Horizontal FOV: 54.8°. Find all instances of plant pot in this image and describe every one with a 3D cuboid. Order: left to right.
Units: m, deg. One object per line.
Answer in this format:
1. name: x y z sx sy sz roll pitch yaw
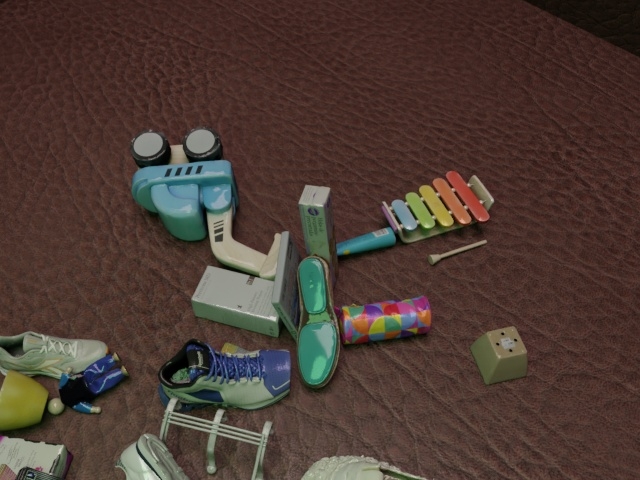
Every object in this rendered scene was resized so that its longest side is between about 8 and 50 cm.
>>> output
1. plant pot: -0.666 0.365 1.380 0.095 0.134 0.134 17 49 -18
2. plant pot: 0.434 0.265 1.474 0.108 0.096 0.109 -10 51 -8

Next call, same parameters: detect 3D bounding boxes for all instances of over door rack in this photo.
1. over door rack: -0.248 0.514 1.276 0.239 0.108 0.325 11 66 9

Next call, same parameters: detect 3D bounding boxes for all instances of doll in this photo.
1. doll: -0.541 0.341 1.429 0.188 0.046 0.129 -31 85 -16

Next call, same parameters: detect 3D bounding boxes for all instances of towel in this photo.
1. towel: -0.210 0.286 1.509 0.083 0.009 0.060 18 52 12

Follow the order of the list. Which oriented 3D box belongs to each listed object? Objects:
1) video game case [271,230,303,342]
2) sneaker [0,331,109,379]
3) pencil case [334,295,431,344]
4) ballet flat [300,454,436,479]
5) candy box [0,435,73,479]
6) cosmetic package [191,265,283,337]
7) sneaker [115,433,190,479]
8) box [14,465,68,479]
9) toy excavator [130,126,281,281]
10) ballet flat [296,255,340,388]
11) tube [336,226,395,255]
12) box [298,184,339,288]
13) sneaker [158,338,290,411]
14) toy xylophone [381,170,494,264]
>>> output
1. video game case: -0.069 0.118 1.531 0.023 0.193 0.213 -8 49 16
2. sneaker: -0.638 0.264 1.452 0.262 0.121 0.099 -5 50 -5
3. pencil case: 0.155 0.194 1.532 0.236 0.105 0.105 -4 51 -5
4. ballet flat: 0.155 0.511 1.253 0.408 0.147 0.147 10 52 8
5. candy box: -0.665 0.500 1.293 0.233 0.071 0.159 6 52 5
6. cosmetic package: -0.199 0.154 1.569 0.230 0.086 0.117 13 52 8
7. sneaker: -0.306 0.494 1.194 0.094 0.090 0.235 -41 68 5
8. box: -0.530 0.562 1.199 0.190 0.045 0.184 31 45 -23
9. toy excavator: -0.302 -0.071 1.698 0.432 0.222 0.446 -5 64 -2
10. ballet flat: 0.000 0.198 1.504 0.107 0.106 0.316 -2 77 11
11. tube: 0.103 0.012 1.703 0.206 0.080 0.052 -14 96 -12
12. box: 0.000 0.000 1.541 0.063 0.324 0.067 8 50 13
13. sneaker: -0.221 0.301 1.381 0.315 0.182 0.128 -7 59 -4
14. toy xylophone: 0.346 -0.067 1.752 0.322 0.081 0.236 -23 55 -18
